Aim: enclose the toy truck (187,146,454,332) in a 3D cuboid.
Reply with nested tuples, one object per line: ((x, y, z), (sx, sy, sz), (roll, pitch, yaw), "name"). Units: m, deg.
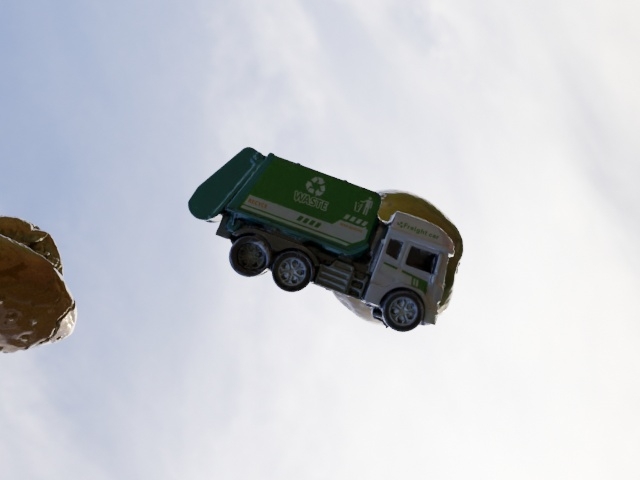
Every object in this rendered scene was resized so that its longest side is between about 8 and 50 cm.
((0.000, 0.000, 1.000), (0.114, 0.253, 0.124), (57, -128, -89), "toy truck")

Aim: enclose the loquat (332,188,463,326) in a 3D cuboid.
((0.088, 0.018, 1.574), (0.213, 0.246, 0.213), (17, -90, -87), "loquat")

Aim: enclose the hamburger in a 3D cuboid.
((-0.416, 0.049, 1.222), (0.283, 0.157, 0.144), (0, -135, -32), "hamburger")
